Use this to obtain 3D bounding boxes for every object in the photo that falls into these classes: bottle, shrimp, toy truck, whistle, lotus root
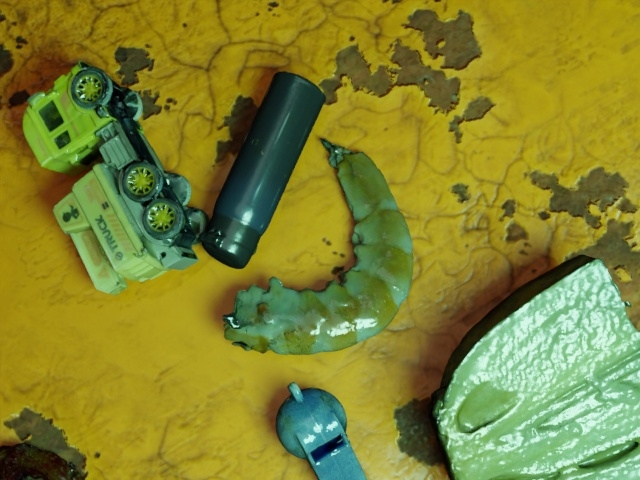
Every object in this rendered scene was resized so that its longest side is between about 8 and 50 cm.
[{"bbox_3d":[-0.071,-0.085,1.197,0.072,0.082,0.244,16,75,34],"label":"bottle"},{"bbox_3d":[0.021,0.026,1.169,0.185,0.068,0.287,25,79,7],"label":"shrimp"},{"bbox_3d":[-0.259,-0.070,1.185,0.157,0.124,0.272,-31,80,7],"label":"toy truck"},{"bbox_3d":[-0.003,0.227,1.128,0.090,0.090,0.158,-24,115,-1],"label":"whistle"},{"bbox_3d":[0.247,0.191,1.081,0.260,0.149,0.267,-32,95,1],"label":"lotus root"}]

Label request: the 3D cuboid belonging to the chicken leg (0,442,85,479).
[{"bbox_3d":[-0.309,0.383,1.114,0.177,0.083,0.322,-40,76,4],"label":"chicken leg"}]
